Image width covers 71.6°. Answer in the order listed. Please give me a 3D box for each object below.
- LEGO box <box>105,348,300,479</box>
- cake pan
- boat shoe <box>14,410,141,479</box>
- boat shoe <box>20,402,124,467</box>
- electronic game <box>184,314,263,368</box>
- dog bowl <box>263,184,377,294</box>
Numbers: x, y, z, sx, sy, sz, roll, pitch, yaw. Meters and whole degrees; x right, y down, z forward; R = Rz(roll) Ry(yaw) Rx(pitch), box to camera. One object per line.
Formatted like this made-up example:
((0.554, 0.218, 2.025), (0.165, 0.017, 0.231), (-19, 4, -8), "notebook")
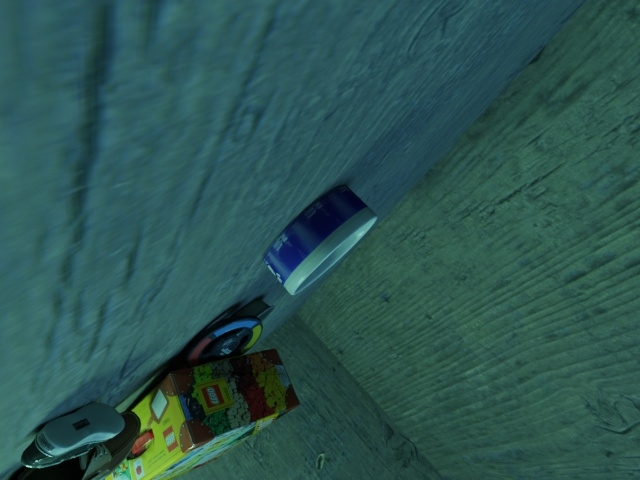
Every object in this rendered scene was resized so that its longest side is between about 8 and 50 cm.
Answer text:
((-0.367, 0.544, 1.322), (0.373, 0.193, 0.500), (1, 144, -49), "LEGO box")
((-0.275, 0.293, 1.434), (0.293, 0.054, 0.293), (-42, 172, -7), "cake pan")
((-0.526, 0.485, 0.981), (0.116, 0.123, 0.324), (-50, 172, 30), "boat shoe")
((-0.457, 0.362, 0.831), (0.070, 0.078, 0.219), (-43, 164, -1), "boat shoe")
((-0.263, 0.286, 1.227), (0.229, 0.048, 0.229), (-27, 149, -18), "electronic game")
((0.000, 0.000, 1.019), (0.265, 0.104, 0.265), (-42, 172, -7), "dog bowl")
